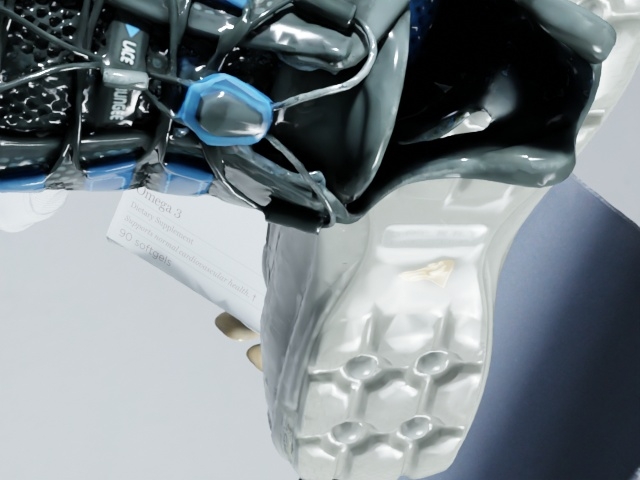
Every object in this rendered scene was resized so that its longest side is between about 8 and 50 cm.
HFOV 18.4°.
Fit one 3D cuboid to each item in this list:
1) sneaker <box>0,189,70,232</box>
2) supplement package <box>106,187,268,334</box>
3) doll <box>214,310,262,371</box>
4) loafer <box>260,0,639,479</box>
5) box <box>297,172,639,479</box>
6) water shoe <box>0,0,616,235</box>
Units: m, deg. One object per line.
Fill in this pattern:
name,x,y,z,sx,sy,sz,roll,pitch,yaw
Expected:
sneaker,-0.128,-0.082,1.370,0.210,0.366,0.137,34,53,4
supplement package,-0.013,-0.060,0.995,0.105,0.179,0.105,31,21,21
doll,0.000,0.000,1.321,0.046,0.189,0.129,-1,37,-48
loafer,0.035,-0.045,0.706,0.112,0.319,0.111,3,43,-19
box,0.156,0.196,1.110,0.343,0.179,0.312,-51,130,5
water shoe,-0.023,-0.040,0.349,0.203,0.080,0.073,-9,121,-46
